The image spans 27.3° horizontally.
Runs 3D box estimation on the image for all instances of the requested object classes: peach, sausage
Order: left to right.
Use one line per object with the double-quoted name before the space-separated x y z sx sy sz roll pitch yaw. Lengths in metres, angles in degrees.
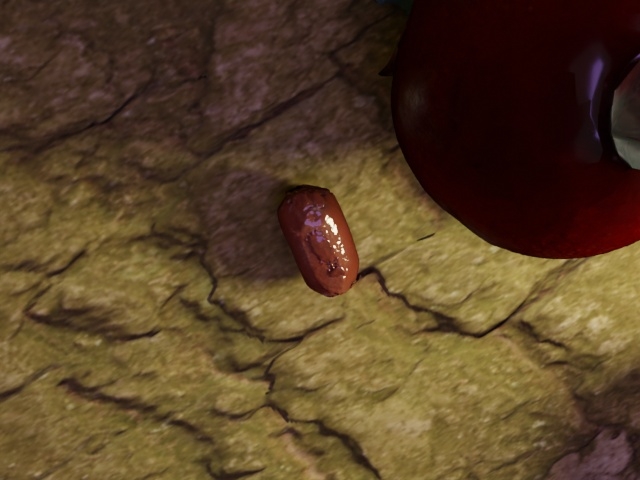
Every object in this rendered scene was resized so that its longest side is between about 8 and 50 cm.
"sausage" 0.000 0.000 1.456 0.076 0.076 0.141 -23 117 -4
"peach" 0.258 -0.168 1.264 0.335 0.310 0.406 29 107 -30

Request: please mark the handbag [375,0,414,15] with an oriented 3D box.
"handbag" 0.126 -0.295 1.367 0.221 0.057 0.144 18 114 -22
